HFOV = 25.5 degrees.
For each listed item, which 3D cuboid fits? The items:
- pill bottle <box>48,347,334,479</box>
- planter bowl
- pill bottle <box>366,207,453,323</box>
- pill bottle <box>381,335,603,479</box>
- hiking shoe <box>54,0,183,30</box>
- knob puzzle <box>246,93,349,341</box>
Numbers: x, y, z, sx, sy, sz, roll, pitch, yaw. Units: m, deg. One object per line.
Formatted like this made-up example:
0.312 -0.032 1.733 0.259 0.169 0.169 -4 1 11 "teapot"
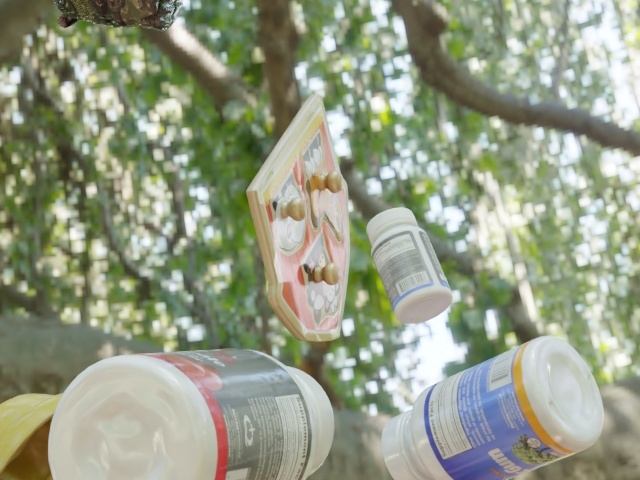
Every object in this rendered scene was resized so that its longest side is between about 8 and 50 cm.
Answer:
-0.111 0.197 1.420 0.176 0.176 0.318 -21 -11 24 "pill bottle"
-0.332 0.240 1.594 0.217 0.090 0.217 -44 -25 -27 "planter bowl"
0.110 0.031 1.804 0.078 0.137 0.078 -15 -31 -9 "pill bottle"
0.214 0.238 1.827 0.152 0.152 0.272 15 -35 -44 "pill bottle"
-0.169 -0.216 0.855 0.114 0.086 0.227 -4 -48 23 "hiking shoe"
0.000 0.000 1.190 0.030 0.213 0.213 -2 -20 21 "knob puzzle"
